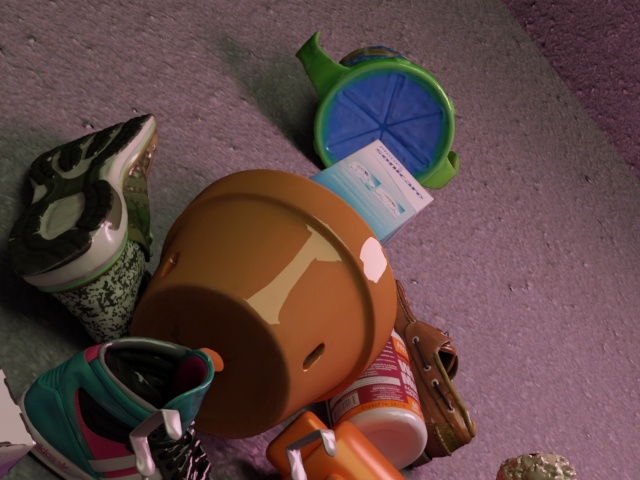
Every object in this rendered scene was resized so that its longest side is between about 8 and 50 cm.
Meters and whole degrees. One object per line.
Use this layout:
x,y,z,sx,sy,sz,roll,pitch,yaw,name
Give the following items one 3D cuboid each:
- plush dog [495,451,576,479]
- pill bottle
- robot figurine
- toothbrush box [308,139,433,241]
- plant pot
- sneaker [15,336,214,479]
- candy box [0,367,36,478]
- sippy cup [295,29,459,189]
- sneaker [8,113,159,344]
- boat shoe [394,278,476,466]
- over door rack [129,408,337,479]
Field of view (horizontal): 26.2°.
0.302,0.415,1.672,0.225,0.262,0.211,14,45,16,plush dog
0.062,0.186,1.795,0.121,0.121,0.221,28,32,-31,pill bottle
0.034,0.298,1.594,0.219,0.158,0.128,46,49,3,robot figurine
0.000,0.000,1.866,0.126,0.216,0.295,47,26,3,toothbrush box
-0.082,0.091,1.568,0.291,0.291,0.203,44,37,-2,plant pot
-0.150,0.201,1.410,0.295,0.178,0.124,37,28,-17,sneaker
-0.374,0.127,1.250,0.165,0.070,0.196,8,44,-53,candy box
0.099,-0.224,2.337,0.224,0.240,0.305,-98,175,-65,sippy cup
-0.260,-0.012,1.658,0.410,0.158,0.182,-82,154,-60,sneaker
0.145,0.171,1.922,0.111,0.104,0.307,52,19,-50,boat shoe
-0.087,0.339,1.330,0.239,0.108,0.324,14,66,-46,over door rack
